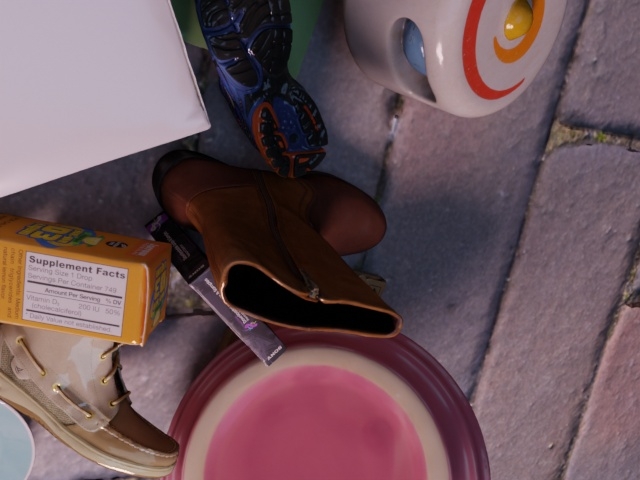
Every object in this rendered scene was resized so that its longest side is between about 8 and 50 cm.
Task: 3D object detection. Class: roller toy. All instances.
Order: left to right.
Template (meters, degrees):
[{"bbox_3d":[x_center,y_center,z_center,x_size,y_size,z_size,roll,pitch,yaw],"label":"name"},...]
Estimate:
[{"bbox_3d":[0.133,-0.217,0.697,0.209,0.146,0.191,-2,116,-47],"label":"roller toy"}]

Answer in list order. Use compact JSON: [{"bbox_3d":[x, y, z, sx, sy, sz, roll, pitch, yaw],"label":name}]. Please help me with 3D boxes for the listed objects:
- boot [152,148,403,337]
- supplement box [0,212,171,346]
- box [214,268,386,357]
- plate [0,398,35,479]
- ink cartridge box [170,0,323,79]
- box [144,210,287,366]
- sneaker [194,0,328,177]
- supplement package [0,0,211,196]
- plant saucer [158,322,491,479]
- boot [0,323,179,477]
[{"bbox_3d":[0.000,0.000,0.668,0.264,0.280,0.096,21,100,-30],"label":"boot"},{"bbox_3d":[-0.247,0.024,0.625,0.234,0.078,0.080,12,105,0],"label":"supplement box"},{"bbox_3d":[-0.032,0.116,0.853,0.165,0.021,0.201,16,104,-29],"label":"box"},{"bbox_3d":[-0.368,0.197,0.710,0.188,0.024,0.188,-8,123,-12],"label":"plate"},{"bbox_3d":[-0.045,-0.276,0.670,0.171,0.056,0.235,13,102,-29],"label":"ink cartridge box"},{"bbox_3d":[-0.101,0.041,0.707,0.029,0.162,0.116,-42,122,-5],"label":"box"},{"bbox_3d":[-0.067,-0.160,0.682,0.083,0.087,0.221,-29,122,-21],"label":"sneaker"},{"bbox_3d":[-0.227,-0.187,0.559,0.204,0.145,0.261,-21,117,-13],"label":"supplement package"},{"bbox_3d":[-0.002,0.230,0.730,0.332,0.332,0.084,-41,163,-5],"label":"plant saucer"},{"bbox_3d":[-0.195,0.107,0.706,0.213,0.077,0.165,33,91,0],"label":"boot"}]
